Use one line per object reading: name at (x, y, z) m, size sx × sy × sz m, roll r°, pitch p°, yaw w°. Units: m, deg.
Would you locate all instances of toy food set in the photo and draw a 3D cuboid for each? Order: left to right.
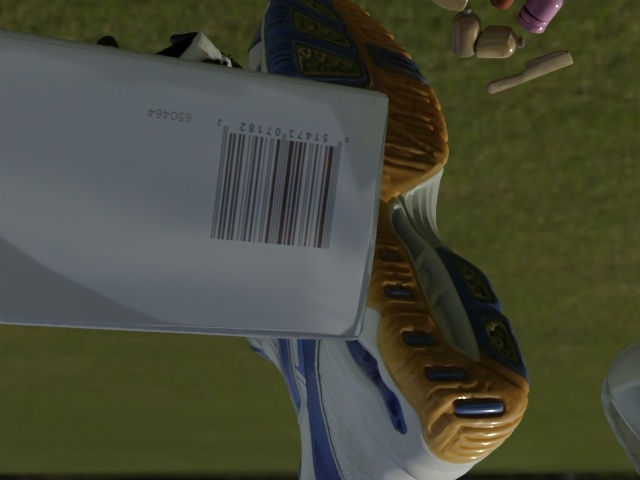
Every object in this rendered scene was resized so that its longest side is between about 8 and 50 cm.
toy food set at (0.104, -0.150, 0.958) m, size 0.078 × 0.019 × 0.122 m, roll -20°, pitch 123°, yaw 15°

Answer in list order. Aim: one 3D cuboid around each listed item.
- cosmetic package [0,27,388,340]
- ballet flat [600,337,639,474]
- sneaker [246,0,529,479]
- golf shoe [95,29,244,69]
cosmetic package at (-0.211, -0.033, 0.560) m, size 0.377 × 0.097 × 0.284 m, roll 5°, pitch -177°, yaw -34°
ballet flat at (0.137, 0.138, 0.569) m, size 0.483 × 0.182 × 0.164 m, roll -44°, pitch 173°, yaw -30°
sneaker at (0.000, 0.000, 0.815) m, size 0.112 × 0.296 × 0.131 m, roll 14°, pitch 137°, yaw -32°
golf shoe at (-0.059, -0.085, 1.021) m, size 0.198 × 0.094 × 0.077 m, roll 0°, pitch -154°, yaw -21°
